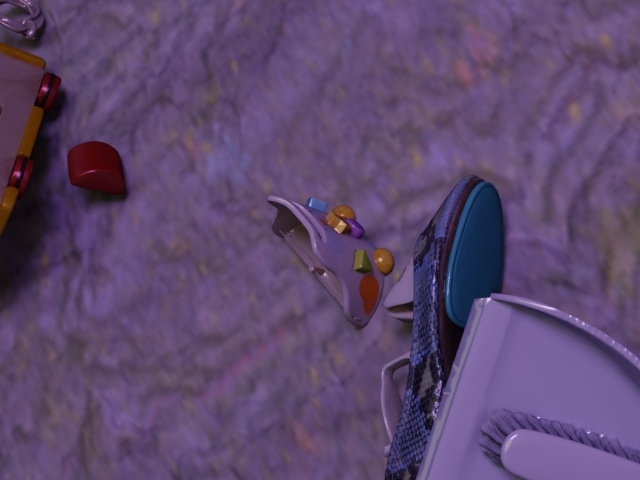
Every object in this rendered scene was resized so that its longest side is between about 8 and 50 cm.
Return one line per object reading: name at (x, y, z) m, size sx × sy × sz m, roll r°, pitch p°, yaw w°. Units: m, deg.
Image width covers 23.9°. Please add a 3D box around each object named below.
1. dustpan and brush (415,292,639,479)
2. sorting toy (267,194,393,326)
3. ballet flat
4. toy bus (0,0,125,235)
dustpan and brush at (0.161, 0.125, 0.761) m, size 0.211 × 0.060 × 0.147 m, roll 18°, pitch 89°, yaw 0°
sorting toy at (0.000, 0.000, 0.880) m, size 0.045 × 0.075 × 0.083 m, roll -45°, pitch 60°, yaw 7°
ballet flat at (0.062, 0.055, 0.839) m, size 0.070 × 0.070 × 0.188 m, roll -3°, pitch 70°, yaw 26°
toy bus at (-0.242, -0.061, 1.002) m, size 0.191 × 0.202 × 0.104 m, roll 49°, pitch 128°, yaw 23°
